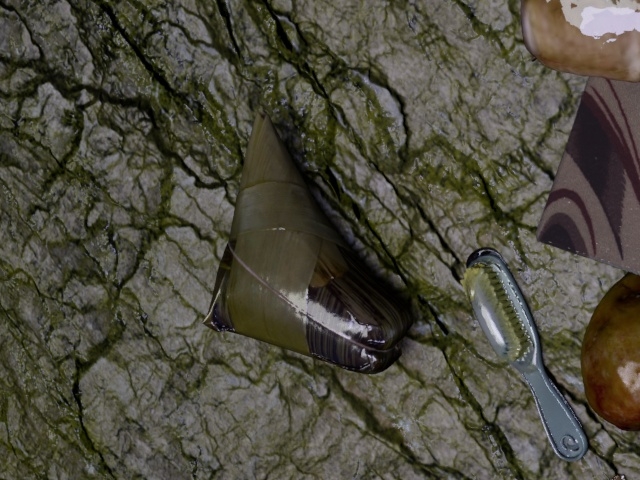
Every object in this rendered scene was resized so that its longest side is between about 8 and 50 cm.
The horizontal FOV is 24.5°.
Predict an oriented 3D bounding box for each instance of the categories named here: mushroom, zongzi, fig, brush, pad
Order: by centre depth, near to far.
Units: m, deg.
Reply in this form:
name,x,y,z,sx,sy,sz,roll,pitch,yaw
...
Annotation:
name,x,y,z,sx,sy,sz,roll,pitch,yaw
mushroom,0.436,-0.245,1.468,0.397,0.313,0.224,15,99,31
pad,0.384,-0.124,1.661,0.220,0.004,0.330,19,92,34
fig,0.387,0.074,1.683,0.190,0.190,0.290,2,88,38
brush,0.251,0.149,1.872,0.068,0.060,0.297,-32,80,36
zongzi,0.000,0.000,1.988,0.289,0.154,0.318,15,105,27

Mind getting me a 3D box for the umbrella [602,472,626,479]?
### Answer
name,x,y,z,sx,sy,sz,roll,pitch,yaw
umbrella,0.380,0.323,1.842,0.031,0.020,0.083,-35,75,-2
